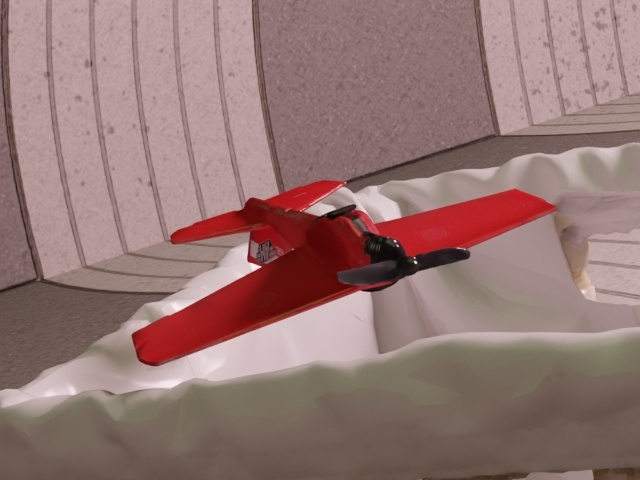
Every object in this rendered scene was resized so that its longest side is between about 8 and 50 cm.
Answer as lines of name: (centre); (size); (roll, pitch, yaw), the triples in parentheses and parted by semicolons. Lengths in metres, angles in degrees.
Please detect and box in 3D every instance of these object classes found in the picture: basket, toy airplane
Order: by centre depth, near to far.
toy airplane: (0.000, 0.000, 0.537); (0.151, 0.028, 0.151); (-16, 11, 3)
basket: (0.116, 0.113, 0.597); (0.328, 0.266, 0.331); (-8, 12, 27)
